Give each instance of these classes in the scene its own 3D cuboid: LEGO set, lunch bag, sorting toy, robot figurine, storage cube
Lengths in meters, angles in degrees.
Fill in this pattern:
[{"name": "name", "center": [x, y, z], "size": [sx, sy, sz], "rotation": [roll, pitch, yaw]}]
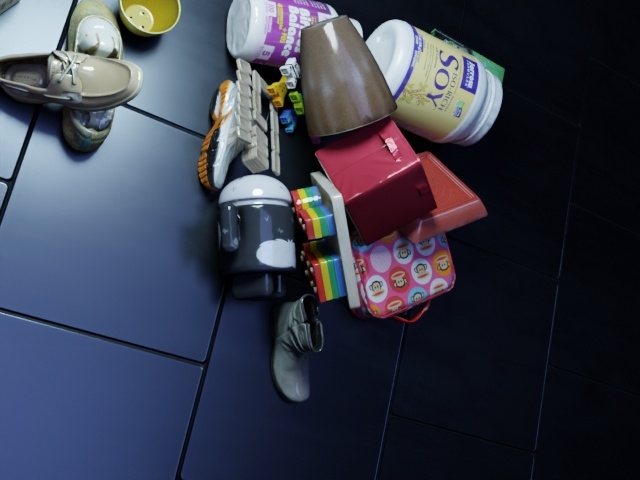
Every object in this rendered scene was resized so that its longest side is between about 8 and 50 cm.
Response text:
[{"name": "LEGO set", "center": [-0.062, -0.345, 1.862], "size": [0.227, 0.087, 0.093], "rotation": [65, 36, -44]}, {"name": "lunch bag", "center": [0.195, 0.077, 1.942], "size": [0.293, 0.120, 0.258], "rotation": [-17, 90, -30]}, {"name": "sorting toy", "center": [0.000, 0.000, 1.753], "size": [0.089, 0.255, 0.257], "rotation": [-13, 108, -7]}, {"name": "robot figurine", "center": [-0.144, -0.007, 1.738], "size": [0.174, 0.209, 0.278], "rotation": [-1, 82, -14]}, {"name": "storage cube", "center": [0.130, -0.137, 1.800], "size": [0.193, 0.215, 0.183], "rotation": [-29, 53, 1]}]

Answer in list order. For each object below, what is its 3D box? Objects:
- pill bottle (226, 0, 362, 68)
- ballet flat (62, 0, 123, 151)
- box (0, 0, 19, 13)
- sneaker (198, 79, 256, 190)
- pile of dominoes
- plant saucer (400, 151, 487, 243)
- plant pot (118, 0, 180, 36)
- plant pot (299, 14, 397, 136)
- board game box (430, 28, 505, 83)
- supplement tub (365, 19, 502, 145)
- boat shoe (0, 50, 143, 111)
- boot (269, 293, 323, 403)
[{"name": "pill bottle", "center": [-0.057, -0.491, 1.863], "size": [0.302, 0.169, 0.169], "rotation": [3, 81, -29]}, {"name": "ballet flat", "center": [-0.471, -0.360, 1.641], "size": [0.123, 0.123, 0.348], "rotation": [9, 77, -28]}, {"name": "box", "center": [-0.711, -0.548, 1.528], "size": [0.232, 0.127, 0.148], "rotation": [48, 63, -14]}, {"name": "sneaker", "center": [-0.195, -0.231, 1.789], "size": [0.121, 0.099, 0.262], "rotation": [19, 74, -30]}, {"name": "pile of dominoes", "center": [-0.154, -0.276, 1.763], "size": [0.196, 0.040, 0.251], "rotation": [46, 33, -54]}, {"name": "plant saucer", "center": [0.256, -0.126, 1.963], "size": [0.258, 0.047, 0.259], "rotation": [-20, 53, -32]}, {"name": "plant pot", "center": [-0.388, -0.503, 1.720], "size": [0.134, 0.095, 0.134], "rotation": [5, 80, -29]}, {"name": "plant pot", "center": [0.040, -0.380, 1.763], "size": [0.215, 0.215, 0.230], "rotation": [-29, 111, -30]}, {"name": "board game box", "center": [0.406, -0.478, 2.204], "size": [0.260, 0.030, 0.136], "rotation": [23, 70, -25]}, {"name": "supplement tub", "center": [0.270, -0.390, 1.990], "size": [0.331, 0.241, 0.241], "rotation": [18, 74, -26]}, {"name": "boat shoe", "center": [-0.501, -0.321, 1.535], "size": [0.302, 0.098, 0.109], "rotation": [5, 81, 11]}, {"name": "boot", "center": [-0.046, 0.248, 1.756], "size": [0.083, 0.161, 0.246], "rotation": [-7, 86, -30]}]
